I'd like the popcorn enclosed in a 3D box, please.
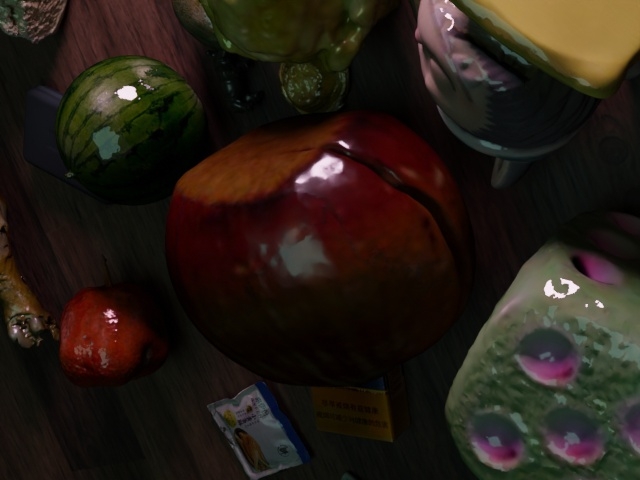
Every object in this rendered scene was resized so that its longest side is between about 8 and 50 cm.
[{"bbox_3d":[-0.031,-0.379,1.337,0.312,0.312,0.312,13,116,29],"label":"popcorn"}]

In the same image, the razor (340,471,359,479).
[{"bbox_3d":[0.121,0.464,1.730,0.211,0.036,0.084,30,121,20],"label":"razor"}]

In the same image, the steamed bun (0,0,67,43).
[{"bbox_3d":[-0.554,-0.468,1.720,0.225,0.170,0.200,37,130,18],"label":"steamed bun"}]

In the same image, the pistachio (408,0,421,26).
[{"bbox_3d":[0.165,-0.354,1.307,0.138,0.153,0.238,21,146,37],"label":"pistachio"}]

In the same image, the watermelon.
[{"bbox_3d":[-0.303,-0.175,1.626,0.242,0.242,0.242,13,116,29],"label":"watermelon"}]

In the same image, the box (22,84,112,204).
[{"bbox_3d":[-0.444,-0.176,1.838,0.230,0.050,0.160,27,122,23],"label":"box"}]

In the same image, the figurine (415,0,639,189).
[{"bbox_3d":[0.265,-0.252,1.253,0.266,0.361,0.377,51,160,9],"label":"figurine"}]

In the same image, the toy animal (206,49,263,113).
[{"bbox_3d":[-0.141,-0.267,1.602,0.065,0.047,0.135,-3,113,43],"label":"toy animal"}]

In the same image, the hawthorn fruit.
[{"bbox_3d":[-0.381,0.144,1.850,0.207,0.207,0.243,-10,84,36],"label":"hawthorn fruit"}]

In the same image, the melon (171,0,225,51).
[{"bbox_3d":[-0.164,-0.358,1.533,0.167,0.114,0.114,50,128,22],"label":"melon"}]

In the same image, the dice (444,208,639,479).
[{"bbox_3d":[0.372,0.169,1.263,0.318,0.322,0.330,34,122,18],"label":"dice"}]

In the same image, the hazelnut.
[{"bbox_3d":[0.000,0.000,1.426,0.429,0.402,0.402,-20,97,26],"label":"hazelnut"}]

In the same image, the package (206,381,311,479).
[{"bbox_3d":[-0.115,0.350,1.846,0.173,0.027,0.171,-30,91,41],"label":"package"}]

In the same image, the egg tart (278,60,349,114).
[{"bbox_3d":[-0.018,-0.244,1.528,0.129,0.049,0.128,12,113,30],"label":"egg tart"}]

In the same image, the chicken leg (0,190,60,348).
[{"bbox_3d":[-0.655,0.039,1.993,0.153,0.201,0.429,-17,112,28],"label":"chicken leg"}]

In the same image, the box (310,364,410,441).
[{"bbox_3d":[0.054,0.202,1.649,0.152,0.070,0.237,2,108,34],"label":"box"}]
